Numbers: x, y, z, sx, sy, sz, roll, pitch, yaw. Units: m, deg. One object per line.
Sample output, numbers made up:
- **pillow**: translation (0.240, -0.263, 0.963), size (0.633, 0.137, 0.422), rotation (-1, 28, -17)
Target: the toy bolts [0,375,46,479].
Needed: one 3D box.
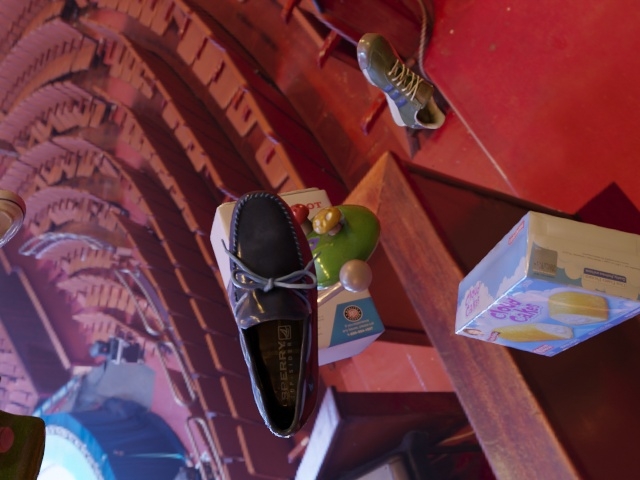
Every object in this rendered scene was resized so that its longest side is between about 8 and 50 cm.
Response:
- **toy bolts**: translation (-0.306, 0.145, 0.346), size (0.218, 0.158, 0.228), rotation (-95, -3, -48)

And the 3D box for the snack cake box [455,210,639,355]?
- **snack cake box**: translation (0.292, 0.069, 0.783), size (0.264, 0.152, 0.089), rotation (102, 180, -67)

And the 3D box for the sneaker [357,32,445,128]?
- **sneaker**: translation (0.132, -0.235, 0.892), size (0.086, 0.192, 0.064), rotation (24, 76, 39)

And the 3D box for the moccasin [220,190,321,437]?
- **moccasin**: translation (-0.051, 0.097, 0.812), size (0.117, 0.137, 0.342), rotation (-69, -34, -89)

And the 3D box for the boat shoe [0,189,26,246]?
- **boat shoe**: translation (-0.231, 0.006, 0.379), size (0.100, 0.035, 0.035), rotation (-31, 42, 7)

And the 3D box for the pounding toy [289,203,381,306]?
- **pounding toy**: translation (0.000, 0.000, 1.019), size (0.183, 0.110, 0.237), rotation (-26, 34, 25)

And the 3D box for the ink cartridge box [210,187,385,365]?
- **ink cartridge box**: translation (-0.067, 0.096, 1.400), size (0.395, 0.285, 0.166), rotation (68, 154, 23)
